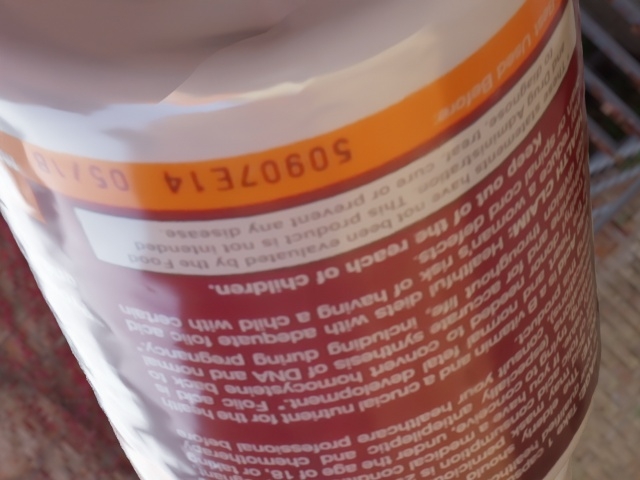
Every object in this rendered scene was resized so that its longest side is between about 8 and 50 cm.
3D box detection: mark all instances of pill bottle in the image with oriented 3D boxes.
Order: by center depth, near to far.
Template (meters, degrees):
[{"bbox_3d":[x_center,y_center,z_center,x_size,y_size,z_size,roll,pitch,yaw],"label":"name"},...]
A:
[{"bbox_3d":[0.000,0.000,0.625,0.224,0.224,0.392,48,163,38],"label":"pill bottle"}]
